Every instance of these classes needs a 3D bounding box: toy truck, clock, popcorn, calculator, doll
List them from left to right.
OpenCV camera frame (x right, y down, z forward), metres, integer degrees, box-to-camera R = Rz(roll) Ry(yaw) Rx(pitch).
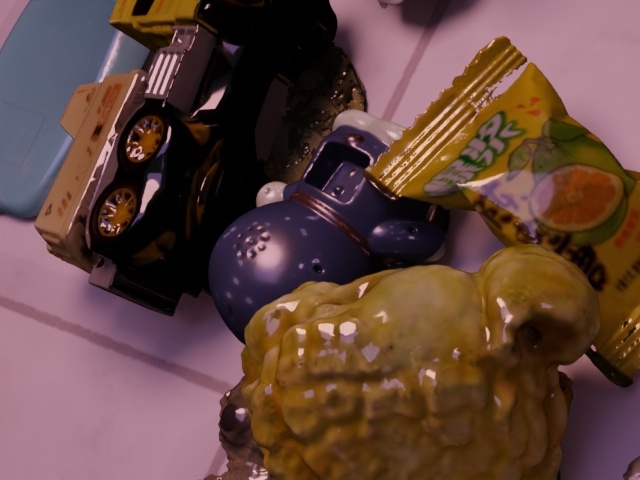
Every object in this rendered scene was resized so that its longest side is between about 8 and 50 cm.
[{"bbox_3d":[-0.340,-0.201,1.568,0.256,0.054,0.386,20,82,41],"label":"calculator"},{"bbox_3d":[-0.152,-0.133,1.289,0.254,0.180,0.405,11,78,41],"label":"toy truck"},{"bbox_3d":[-0.075,0.258,1.098,0.202,0.091,0.286,26,90,53],"label":"doll"},{"bbox_3d":[0.000,0.000,1.160,0.199,0.146,0.243,30,75,38],"label":"clock"},{"bbox_3d":[0.084,0.129,0.971,0.285,0.225,0.174,-11,23,6],"label":"popcorn"}]

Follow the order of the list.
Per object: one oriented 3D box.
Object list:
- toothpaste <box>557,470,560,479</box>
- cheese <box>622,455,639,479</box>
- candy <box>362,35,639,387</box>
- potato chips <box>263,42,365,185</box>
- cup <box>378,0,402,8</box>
[{"bbox_3d":[0.185,0.170,1.008,0.020,0.017,0.083,-15,56,30],"label":"toothpaste"},{"bbox_3d":[0.318,0.189,0.890,0.192,0.037,0.097,-13,57,29],"label":"cheese"},{"bbox_3d":[0.201,-0.031,1.050,0.187,0.081,0.297,-46,71,-5],"label":"candy"},{"bbox_3d":[-0.036,-0.119,1.334,0.202,0.029,0.220,27,83,41],"label":"potato chips"},{"bbox_3d":[0.074,-0.342,1.277,0.167,0.173,0.299,-31,11,-8],"label":"cup"}]
